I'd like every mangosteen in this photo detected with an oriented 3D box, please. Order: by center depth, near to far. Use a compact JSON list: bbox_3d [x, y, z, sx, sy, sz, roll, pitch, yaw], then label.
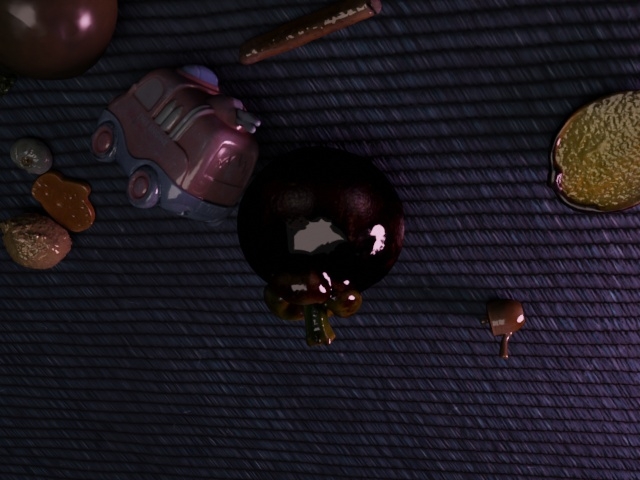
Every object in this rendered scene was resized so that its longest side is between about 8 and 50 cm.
[{"bbox_3d":[-0.009,-0.012,1.722,0.297,0.313,0.297,15,129,19],"label":"mangosteen"}]

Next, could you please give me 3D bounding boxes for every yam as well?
[{"bbox_3d":[-0.024,-0.353,1.676,0.264,0.046,0.046,-16,115,24],"label":"yam"}]

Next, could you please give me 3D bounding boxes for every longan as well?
[{"bbox_3d":[-0.463,-0.393,1.670,0.258,0.258,0.258,7,122,12],"label":"longan"}]

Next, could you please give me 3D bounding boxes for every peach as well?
[{"bbox_3d":[0.494,-0.158,1.634,0.279,0.068,0.189,-32,100,32],"label":"peach"}]

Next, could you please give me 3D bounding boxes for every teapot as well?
[{"bbox_3d":[0.343,0.165,1.863,0.080,0.110,0.085,-14,161,9],"label":"teapot"}]

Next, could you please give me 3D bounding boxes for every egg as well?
[{"bbox_3d":[-0.572,0.000,2.014,0.140,0.116,0.118,11,146,6],"label":"egg"}]

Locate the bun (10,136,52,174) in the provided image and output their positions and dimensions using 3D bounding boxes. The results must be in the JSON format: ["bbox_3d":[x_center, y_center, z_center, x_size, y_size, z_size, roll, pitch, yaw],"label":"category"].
[{"bbox_3d":[-0.564,-0.163,1.951,0.083,0.045,0.083,9,128,12],"label":"bun"}]

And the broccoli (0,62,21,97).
[{"bbox_3d":[-0.655,-0.409,1.771,0.221,0.252,0.361,1,86,12],"label":"broccoli"}]

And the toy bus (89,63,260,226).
[{"bbox_3d":[-0.233,-0.177,1.724,0.232,0.197,0.294,-53,54,16],"label":"toy bus"}]

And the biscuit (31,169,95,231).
[{"bbox_3d":[-0.502,-0.083,1.996,0.118,0.023,0.140,-27,110,28],"label":"biscuit"}]
